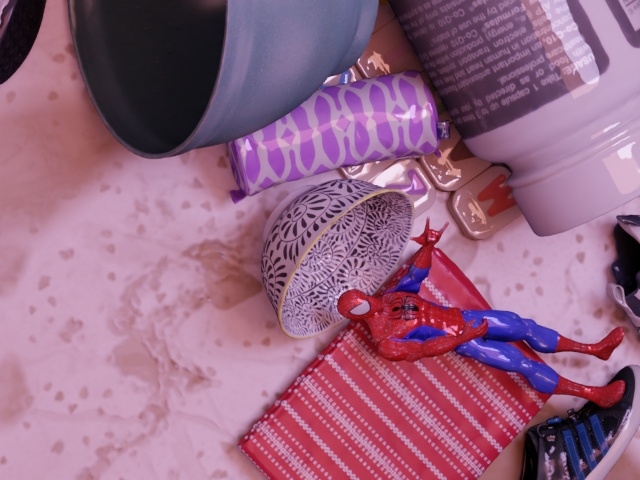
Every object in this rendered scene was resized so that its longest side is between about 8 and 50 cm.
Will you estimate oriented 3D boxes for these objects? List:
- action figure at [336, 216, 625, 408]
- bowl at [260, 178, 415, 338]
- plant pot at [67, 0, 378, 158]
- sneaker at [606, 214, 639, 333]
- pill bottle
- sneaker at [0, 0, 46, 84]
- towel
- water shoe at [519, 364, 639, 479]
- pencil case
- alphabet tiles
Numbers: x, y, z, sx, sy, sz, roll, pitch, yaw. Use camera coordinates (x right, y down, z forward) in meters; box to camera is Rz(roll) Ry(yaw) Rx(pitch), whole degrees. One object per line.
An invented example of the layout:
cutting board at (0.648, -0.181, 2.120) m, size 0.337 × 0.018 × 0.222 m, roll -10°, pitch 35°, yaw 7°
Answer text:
action figure at (0.158, 0.070, 1.805) m, size 0.280 × 0.139 × 0.091 m, roll 12°, pitch 55°, yaw -12°
bowl at (0.000, 0.000, 1.809) m, size 0.170 × 0.170 × 0.080 m, roll -43°, pitch 64°, yaw -11°
plant pot at (-0.073, -0.225, 1.728) m, size 0.196 × 0.293 × 0.293 m, roll -7°, pitch 91°, yaw -33°
sneaker at (0.365, -0.008, 1.910) m, size 0.153 × 0.094 × 0.235 m, roll 36°, pitch 91°, yaw -19°
pill bottle at (0.186, -0.199, 1.791) m, size 0.204 × 0.204 × 0.361 m, roll -30°, pitch 95°, yaw -13°
sneaker at (-0.297, -0.252, 1.773) m, size 0.097 × 0.084 × 0.234 m, roll 14°, pitch 84°, yaw 11°
towel at (0.079, 0.162, 1.870) m, size 0.199 × 0.031 × 0.275 m, roll 46°, pitch 80°, yaw -9°
water shoe at (0.241, 0.195, 1.888) m, size 0.080 × 0.073 × 0.203 m, roll 34°, pitch 81°, yaw -9°
pencil case at (0.012, -0.099, 1.823) m, size 0.206 × 0.086 × 0.088 m, roll -11°, pitch 126°, yaw -6°
alphabet tiles at (0.126, -0.149, 1.892) m, size 0.278 × 0.021 × 0.284 m, roll -35°, pitch 97°, yaw -12°
